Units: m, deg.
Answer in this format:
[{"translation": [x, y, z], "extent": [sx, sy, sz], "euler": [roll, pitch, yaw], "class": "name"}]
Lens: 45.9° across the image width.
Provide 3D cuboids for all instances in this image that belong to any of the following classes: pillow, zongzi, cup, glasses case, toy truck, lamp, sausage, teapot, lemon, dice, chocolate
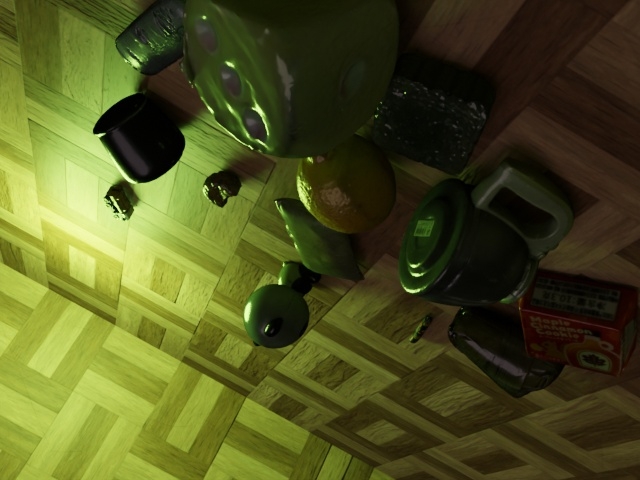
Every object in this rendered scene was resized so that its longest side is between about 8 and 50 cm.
[{"translation": [0.000, 0.000, 1.851], "extent": [0.185, 0.075, 0.302], "euler": [16, 153, 25], "class": "pillow"}, {"translation": [0.439, 0.301, 1.909], "extent": [0.286, 0.138, 0.300], "euler": [26, 154, 8], "class": "zongzi"}, {"translation": [-0.426, -0.242, 1.752], "extent": [0.176, 0.169, 0.223], "euler": [51, 175, -30], "class": "cup"}, {"translation": [-0.307, -0.398, 1.464], "extent": [0.109, 0.067, 0.282], "euler": [44, 147, -24], "class": "glasses case"}, {"translation": [-0.587, -0.109, 2.209], "extent": [0.063, 0.052, 0.123], "euler": [11, 147, 17], "class": "toy truck"}, {"translation": [-0.104, 0.180, 2.063], "extent": [0.198, 0.244, 0.197], "euler": [25, 151, 15], "class": "lamp"}, {"translation": [0.274, 0.245, 2.068], "extent": [0.025, 0.028, 0.198], "euler": [46, 155, 15], "class": "sausage"}, {"translation": [0.320, -0.012, 1.469], "extent": [0.239, 0.321, 0.239], "euler": [20, -164, -19], "class": "teapot"}, {"translation": [0.052, -0.114, 1.491], "extent": [0.188, 0.188, 0.257], "euler": [0, 147, 41], "class": "lemon"}, {"translation": [-0.044, -0.295, 1.151], "extent": [0.250, 0.254, 0.252], "euler": [32, 146, 26], "class": "dice"}, {"translation": [0.551, 0.182, 1.636], "extent": [0.237, 0.108, 0.234], "euler": [13, 147, 28], "class": "chocolate"}]

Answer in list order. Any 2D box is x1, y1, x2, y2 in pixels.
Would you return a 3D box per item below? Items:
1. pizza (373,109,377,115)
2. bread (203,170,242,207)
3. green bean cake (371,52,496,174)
[{"translation": [0.021, -0.253, 1.445], "extent": [0.178, 0.041, 0.131], "euler": [27, 154, 2], "class": "pizza"}, {"translation": [-0.244, -0.133, 1.858], "extent": [0.082, 0.060, 0.113], "euler": [37, 149, -18], "class": "bread"}, {"translation": [0.192, -0.218, 1.294], "extent": [0.183, 0.094, 0.185], "euler": [24, 152, 8], "class": "green bean cake"}]
